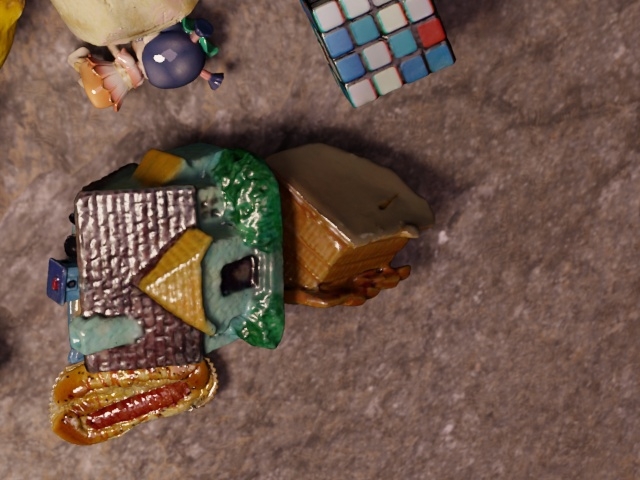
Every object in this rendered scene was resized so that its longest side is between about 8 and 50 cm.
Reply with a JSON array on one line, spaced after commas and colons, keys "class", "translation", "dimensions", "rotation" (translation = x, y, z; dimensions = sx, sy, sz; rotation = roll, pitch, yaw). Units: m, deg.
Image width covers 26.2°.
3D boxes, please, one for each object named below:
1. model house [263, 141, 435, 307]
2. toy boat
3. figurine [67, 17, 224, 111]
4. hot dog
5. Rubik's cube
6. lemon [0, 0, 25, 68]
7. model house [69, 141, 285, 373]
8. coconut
[{"class": "model house", "translation": [0.001, -0.001, 1.930], "dimensions": [0.219, 0.199, 0.229], "rotation": [52, 131, 16]}, {"class": "toy boat", "translation": [-0.332, 0.067, 1.921], "dimensions": [0.097, 0.100, 0.223], "rotation": [-7, 110, -37]}, {"class": "figurine", "translation": [-0.228, -0.234, 1.841], "dimensions": [0.195, 0.102, 0.111], "rotation": [-27, 144, -2]}, {"class": "hot dog", "translation": [-0.274, 0.219, 2.004], "dimensions": [0.253, 0.069, 0.131], "rotation": [-16, 110, -4]}, {"class": "Rubik's cube", "translation": [0.072, -0.288, 1.834], "dimensions": [0.155, 0.154, 0.151], "rotation": [-23, 111, 1]}, {"class": "lemon", "translation": [-0.506, -0.282, 1.718], "dimensions": [0.288, 0.233, 0.233], "rotation": [-10, 110, 8]}, {"class": "model house", "translation": [-0.213, 0.029, 1.820], "dimensions": [0.249, 0.230, 0.280], "rotation": [-18, 114, -40]}, {"class": "coconut", "translation": [-0.248, -0.356, 1.723], "dimensions": [0.241, 0.241, 0.241], "rotation": [-3, 109, -7]}]
